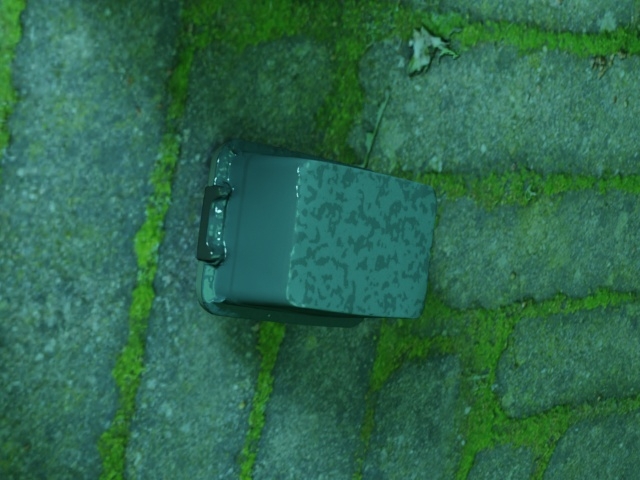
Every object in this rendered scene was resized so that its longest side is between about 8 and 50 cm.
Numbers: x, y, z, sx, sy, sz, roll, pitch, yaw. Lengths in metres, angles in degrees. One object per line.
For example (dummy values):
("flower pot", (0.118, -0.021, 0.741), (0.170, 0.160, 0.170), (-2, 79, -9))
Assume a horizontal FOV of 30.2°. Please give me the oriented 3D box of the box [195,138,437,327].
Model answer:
("box", (0.000, 0.000, 1.102), (0.227, 0.130, 0.162), (10, 86, -46))
